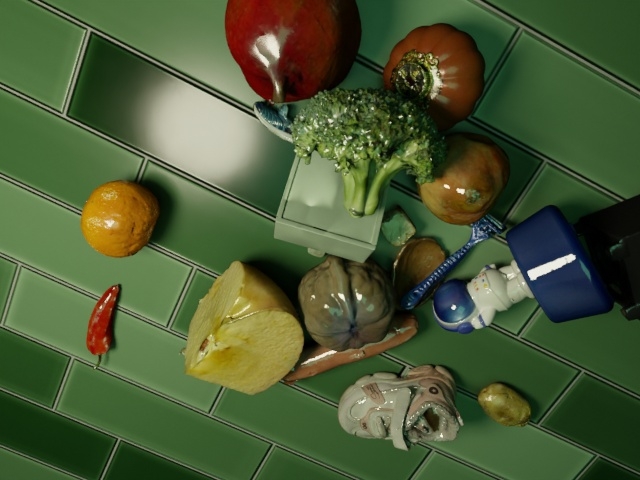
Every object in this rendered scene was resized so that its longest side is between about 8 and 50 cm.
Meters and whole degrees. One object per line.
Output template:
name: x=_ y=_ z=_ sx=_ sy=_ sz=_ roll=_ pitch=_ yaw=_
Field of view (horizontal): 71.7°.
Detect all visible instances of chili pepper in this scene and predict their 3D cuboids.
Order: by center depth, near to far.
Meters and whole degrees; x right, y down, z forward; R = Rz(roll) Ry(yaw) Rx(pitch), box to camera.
chili pepper: x=-0.620 y=0.244 z=1.255 sx=0.063 sy=0.071 sz=0.272 roll=26 pitch=106 yaw=36

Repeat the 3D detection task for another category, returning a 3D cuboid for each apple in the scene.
apple: x=-0.195 y=0.216 z=1.116 sx=0.314 sy=0.252 sz=0.309 roll=46 pitch=109 yaw=15

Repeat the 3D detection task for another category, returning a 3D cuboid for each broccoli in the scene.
broccoli: x=0.102 y=-0.192 z=0.881 sx=0.288 sy=0.260 sz=0.235 roll=28 pitch=70 yaw=23

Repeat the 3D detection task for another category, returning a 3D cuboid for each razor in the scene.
razor: x=0.326 y=0.061 z=1.128 sx=0.324 sy=0.056 sz=0.093 roll=-47 pitch=60 yaw=5

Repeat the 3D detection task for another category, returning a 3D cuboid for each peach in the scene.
peach: x=0.318 y=-0.133 z=0.999 sx=0.214 sy=0.235 sz=0.214 roll=4 pitch=112 yaw=11

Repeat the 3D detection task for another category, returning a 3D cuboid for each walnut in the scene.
walnut: x=0.063 y=0.148 z=1.105 sx=0.249 sy=0.248 sz=0.248 roll=1 pitch=108 yaw=2

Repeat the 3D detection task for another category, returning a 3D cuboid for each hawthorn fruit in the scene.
hawthorn fruit: x=-0.059 y=-0.423 z=0.882 sx=0.295 sy=0.311 sz=0.294 roll=11 pitch=121 yaw=18

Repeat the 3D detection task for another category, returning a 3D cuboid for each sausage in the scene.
sausage: x=0.072 y=0.295 z=1.221 sx=0.419 sy=0.094 sz=0.094 roll=-21 pitch=145 yaw=8

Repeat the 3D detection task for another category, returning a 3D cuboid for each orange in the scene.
orange: x=-0.491 y=-0.055 z=1.084 sx=0.161 sy=0.193 sz=0.193 roll=23 pitch=108 yaw=-1

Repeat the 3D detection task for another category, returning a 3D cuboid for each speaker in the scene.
speaker: x=0.785 y=0.025 z=1.053 sx=0.254 sy=0.184 sz=0.232 roll=-23 pitch=106 yaw=8

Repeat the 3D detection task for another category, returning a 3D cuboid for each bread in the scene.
bread: x=0.191 y=-0.037 z=1.118 sx=0.077 sy=0.070 sz=0.083 roll=-38 pitch=101 yaw=13

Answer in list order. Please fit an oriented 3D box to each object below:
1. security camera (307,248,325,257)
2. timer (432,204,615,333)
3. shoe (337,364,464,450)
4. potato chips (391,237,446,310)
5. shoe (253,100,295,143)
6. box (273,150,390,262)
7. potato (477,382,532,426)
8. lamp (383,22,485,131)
security camera: x=0.000 y=0.000 z=1.157 sx=0.058 sy=0.058 sz=0.092 roll=30 pitch=119 yaw=-7
timer: x=0.452 y=0.114 z=1.082 sx=0.384 sy=0.270 sz=0.270 roll=-30 pitch=105 yaw=24
shoe: x=0.214 y=0.470 z=1.218 sx=0.351 sy=0.198 sz=0.171 roll=-22 pitch=104 yaw=8
potato chips: x=0.249 y=0.084 z=1.162 sx=0.150 sy=0.049 sz=0.201 roll=-1 pitch=110 yaw=-20
shoe: x=-0.094 y=-0.289 z=1.053 sx=0.143 sy=0.064 sz=0.071 roll=31 pitch=108 yaw=-10
box: x=0.031 y=-0.092 z=1.033 sx=0.225 sy=0.117 sz=0.224 roll=16 pitch=70 yaw=-3
potato: x=0.530 y=0.475 z=1.268 sx=0.170 sy=0.080 sz=0.107 roll=40 pitch=94 yaw=-8
lamp: x=0.240 y=-0.344 z=0.950 sx=0.223 sy=0.197 sz=0.223 roll=17 pitch=117 yaw=38
